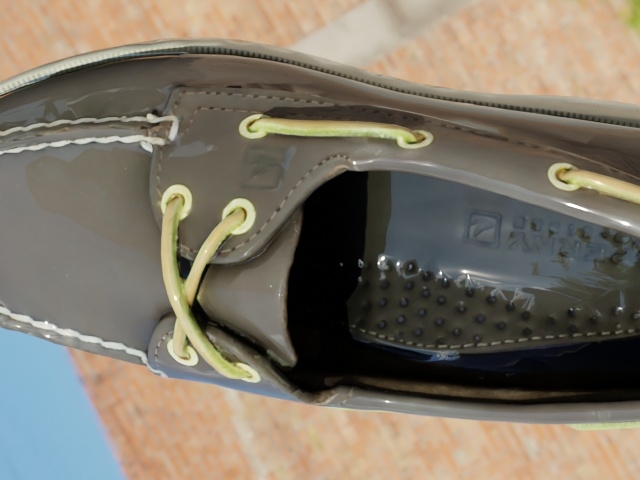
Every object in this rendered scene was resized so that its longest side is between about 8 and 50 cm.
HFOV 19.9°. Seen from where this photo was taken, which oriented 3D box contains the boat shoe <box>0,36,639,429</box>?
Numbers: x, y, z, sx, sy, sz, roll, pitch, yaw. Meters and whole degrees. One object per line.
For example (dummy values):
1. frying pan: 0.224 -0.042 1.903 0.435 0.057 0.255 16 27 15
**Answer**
1. boat shoe: 0.000 0.000 0.434 0.069 0.227 0.081 -66 -23 -67
